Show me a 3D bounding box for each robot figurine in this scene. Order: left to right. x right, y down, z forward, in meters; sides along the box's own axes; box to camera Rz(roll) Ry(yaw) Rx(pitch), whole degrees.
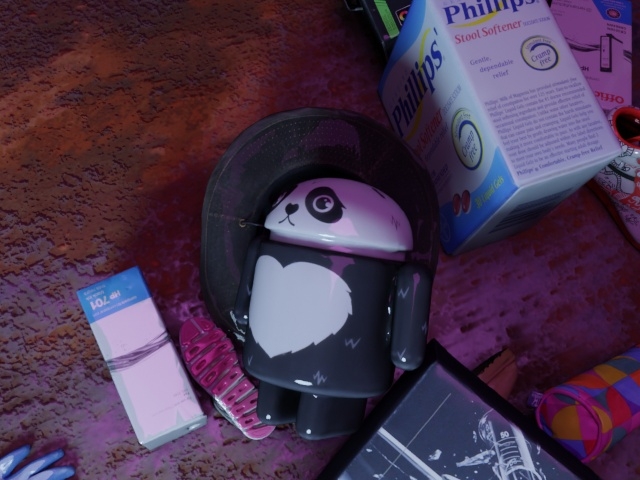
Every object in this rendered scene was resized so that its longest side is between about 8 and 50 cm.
[{"bbox_3d":[0.006,0.070,0.805,0.209,0.173,0.278,9,90,-1],"label":"robot figurine"}]

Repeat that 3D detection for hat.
[{"bbox_3d":[0.000,0.000,0.960,0.331,0.134,0.331,0,88,1],"label":"hat"}]

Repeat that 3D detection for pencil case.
[{"bbox_3d":[0.366,0.201,0.924,0.236,0.104,0.104,-12,72,-36],"label":"pencil case"}]

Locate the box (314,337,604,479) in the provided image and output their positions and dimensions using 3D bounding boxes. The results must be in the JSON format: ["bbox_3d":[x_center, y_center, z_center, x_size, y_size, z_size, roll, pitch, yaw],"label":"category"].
[{"bbox_3d":[0.135,0.340,0.779,0.312,0.179,0.343,38,94,7],"label":"box"}]

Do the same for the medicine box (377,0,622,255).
[{"bbox_3d":[0.215,-0.166,0.975,0.149,0.263,0.289,-18,75,-13],"label":"medicine box"}]

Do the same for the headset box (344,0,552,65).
[{"bbox_3d":[0.164,-0.414,1.087,0.283,0.131,0.246,-22,75,7],"label":"headset box"}]

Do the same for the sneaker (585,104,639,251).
[{"bbox_3d":[0.478,-0.072,1.042,0.090,0.145,0.270,-38,80,-18],"label":"sneaker"}]

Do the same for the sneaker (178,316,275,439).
[{"bbox_3d":[-0.122,0.172,0.912,0.063,0.075,0.170,-37,91,-22],"label":"sneaker"}]

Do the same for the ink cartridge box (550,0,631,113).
[{"bbox_3d":[0.392,-0.273,1.130,0.148,0.086,0.203,9,70,-4],"label":"ink cartridge box"}]

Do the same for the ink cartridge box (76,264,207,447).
[{"bbox_3d":[-0.210,0.144,0.878,0.082,0.139,0.191,-22,76,-15],"label":"ink cartridge box"}]

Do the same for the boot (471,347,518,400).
[{"bbox_3d":[0.245,0.306,0.920,0.236,0.089,0.269,-44,83,-12],"label":"boot"}]

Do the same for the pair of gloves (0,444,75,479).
[{"bbox_3d":[-0.347,0.347,0.854,0.159,0.023,0.198,-24,75,-13],"label":"pair of gloves"}]
